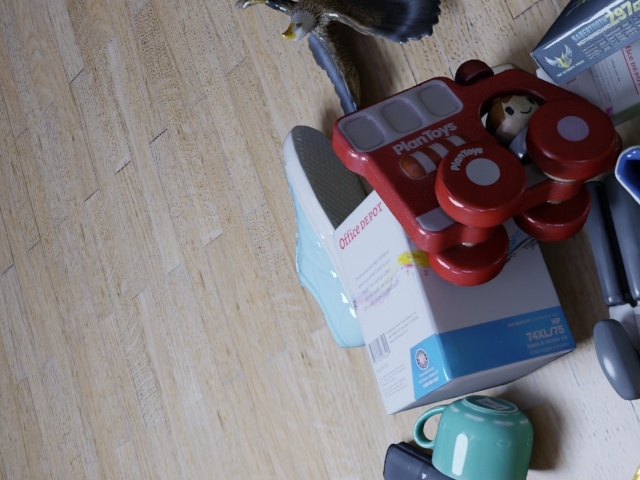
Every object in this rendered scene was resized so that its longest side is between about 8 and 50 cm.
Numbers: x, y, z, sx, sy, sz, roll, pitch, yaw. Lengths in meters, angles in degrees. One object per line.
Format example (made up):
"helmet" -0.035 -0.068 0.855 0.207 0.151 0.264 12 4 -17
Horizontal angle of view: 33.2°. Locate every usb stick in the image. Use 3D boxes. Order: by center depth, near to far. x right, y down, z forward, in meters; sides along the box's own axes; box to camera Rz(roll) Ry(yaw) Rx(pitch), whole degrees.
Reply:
"usb stick" 0.200 0.374 1.543 0.278 0.045 0.077 22 105 41

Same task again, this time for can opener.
"can opener" 0.374 0.056 1.336 0.076 0.095 0.283 -20 77 42

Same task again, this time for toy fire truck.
"toy fire truck" 0.197 -0.112 1.302 0.254 0.302 0.169 55 162 28

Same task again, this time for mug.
"mug" 0.211 0.265 1.461 0.158 0.129 0.097 9 98 0

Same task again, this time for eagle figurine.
"eagle figurine" 0.019 -0.332 1.646 0.298 0.225 0.226 35 162 7

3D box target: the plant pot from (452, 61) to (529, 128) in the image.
"plant pot" 0.247 -0.180 1.457 0.096 0.109 0.109 -31 69 27

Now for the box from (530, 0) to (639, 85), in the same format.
"box" 0.371 -0.293 1.238 0.059 0.183 0.233 46 144 -11

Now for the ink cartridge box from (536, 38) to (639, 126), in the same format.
"ink cartridge box" 0.375 -0.207 1.356 0.181 0.062 0.104 -27 73 42

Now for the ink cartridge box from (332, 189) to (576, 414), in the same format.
"ink cartridge box" 0.168 0.063 1.428 0.198 0.197 0.270 -47 57 61

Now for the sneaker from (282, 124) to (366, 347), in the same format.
"sneaker" 0.000 0.000 1.672 0.150 0.135 0.365 -35 66 35

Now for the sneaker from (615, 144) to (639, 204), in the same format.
"sneaker" 0.459 -0.010 1.232 0.296 0.131 0.111 42 117 34

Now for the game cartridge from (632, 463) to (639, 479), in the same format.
"game cartridge" 0.478 0.443 1.273 0.324 0.053 0.285 34 113 40
